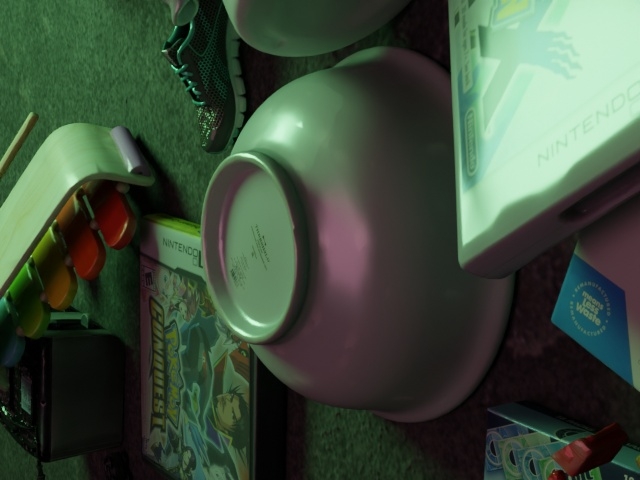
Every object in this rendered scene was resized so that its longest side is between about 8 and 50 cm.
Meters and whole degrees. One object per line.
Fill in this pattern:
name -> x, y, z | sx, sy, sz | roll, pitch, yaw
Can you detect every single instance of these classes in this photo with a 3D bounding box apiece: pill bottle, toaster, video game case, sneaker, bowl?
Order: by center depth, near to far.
video game case -> 0.161, -0.183, 0.621 | 0.300, 0.036, 0.329 | -40, 42, 51
pill bottle -> -0.035, -0.288, 0.892 | 0.152, 0.152, 0.272 | -49, 55, 48
bowl -> 0.000, 0.000, 0.898 | 0.298, 0.134, 0.298 | 10, 102, 56
sneaker -> -0.113, -0.162, 1.097 | 0.065, 0.076, 0.167 | 11, 104, 56
video game case -> -0.113, 0.125, 1.175 | 0.248, 0.035, 0.275 | 16, 108, 55
toaster -> -0.317, 0.170, 1.423 | 0.168, 0.110, 0.186 | 20, 111, 55

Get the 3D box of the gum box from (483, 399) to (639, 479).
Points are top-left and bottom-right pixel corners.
gum box -> 0.167, 0.213, 0.757 | 0.157, 0.041, 0.184 | 17, 108, 54

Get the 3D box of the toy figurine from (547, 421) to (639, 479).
toy figurine -> 0.169, 0.274, 0.561 | 0.362, 0.217, 0.191 | 52, 128, 28

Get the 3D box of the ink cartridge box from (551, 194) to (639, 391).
ink cartridge box -> 0.219, -0.026, 0.610 | 0.134, 0.078, 0.231 | 42, 127, 46

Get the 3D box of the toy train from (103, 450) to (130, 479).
toy train -> -0.229, 0.326, 1.386 | 0.036, 0.027, 0.158 | -36, 64, 56

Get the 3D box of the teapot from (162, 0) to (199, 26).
teapot -> -0.163, -0.349, 1.044 | 0.252, 0.187, 0.256 | -72, -19, -58

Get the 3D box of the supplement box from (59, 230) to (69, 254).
supplement box -> -0.321, -0.010, 1.455 | 0.043, 0.055, 0.083 | -52, 52, 48

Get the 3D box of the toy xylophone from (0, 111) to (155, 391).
toy xylophone -> -0.316, -0.008, 1.316 | 0.323, 0.081, 0.236 | -47, 40, 21
